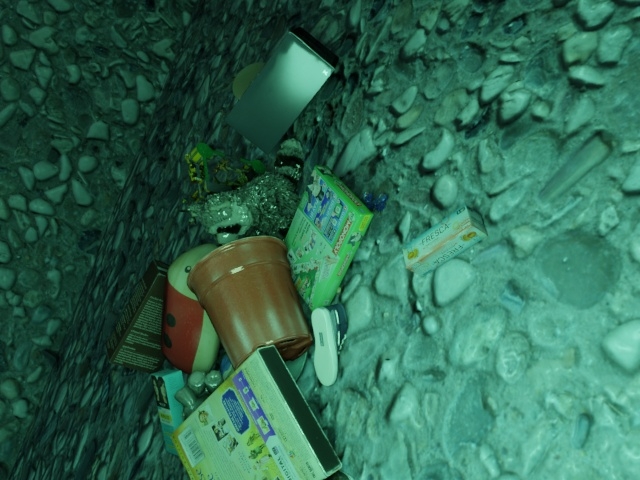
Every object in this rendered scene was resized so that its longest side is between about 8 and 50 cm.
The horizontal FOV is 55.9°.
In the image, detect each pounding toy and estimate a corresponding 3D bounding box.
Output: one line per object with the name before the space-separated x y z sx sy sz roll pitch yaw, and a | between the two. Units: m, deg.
pounding toy | -0.218 -0.578 2.345 0.237 0.110 0.182 28 80 28

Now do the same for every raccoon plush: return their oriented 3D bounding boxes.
raccoon plush | -0.233 -0.167 1.877 0.216 0.299 0.446 -32 44 39

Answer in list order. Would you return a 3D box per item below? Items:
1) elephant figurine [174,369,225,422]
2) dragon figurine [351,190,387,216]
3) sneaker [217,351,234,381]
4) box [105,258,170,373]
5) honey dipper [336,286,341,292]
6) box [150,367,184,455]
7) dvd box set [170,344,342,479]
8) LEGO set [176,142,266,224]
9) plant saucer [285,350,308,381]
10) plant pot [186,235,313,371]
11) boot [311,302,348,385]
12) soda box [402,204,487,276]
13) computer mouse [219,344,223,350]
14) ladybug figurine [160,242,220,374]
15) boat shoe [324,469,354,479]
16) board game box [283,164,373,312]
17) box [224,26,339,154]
elephant figurine | -0.311 0.465 1.681 0.186 0.169 0.239 -55 -10 -30
dragon figurine | 0.052 -0.047 1.596 0.289 0.085 0.144 -47 36 22
sneaker | -0.255 0.339 1.783 0.084 0.058 0.152 47 114 47
box | -0.601 0.279 2.184 0.381 0.191 0.143 -57 33 9
honey dipper | 0.024 0.082 1.603 0.030 0.031 0.160 -50 40 20
box | -0.441 0.514 1.815 0.101 0.060 0.244 -9 93 52
dvd box set | -0.167 0.481 1.387 0.420 0.062 0.307 -48 64 31
LEGO set | -0.340 -0.167 2.046 0.192 0.331 0.254 -37 62 38
plant saucer | -0.085 0.310 1.587 0.195 0.037 0.194 -32 45 39
plant pot | -0.161 0.174 1.494 0.272 0.273 0.265 -42 59 30
boot | 0.033 0.247 1.448 0.069 0.086 0.189 2 98 45
soda box | 0.263 0.004 1.294 0.183 0.058 0.062 -37 41 34
computer mouse | -0.274 0.292 1.807 0.071 0.041 0.242 -44 9 -30
ladybug figurine | -0.386 0.216 1.802 0.305 0.162 0.449 -121 38 -58
boat shoe | 0.016 0.509 1.307 0.142 0.040 0.049 -7 63 52
board game box | 0.000 0.000 1.536 0.213 0.046 0.317 50 129 36
box | -0.116 -0.491 1.944 0.343 0.179 0.312 -49 12 19
